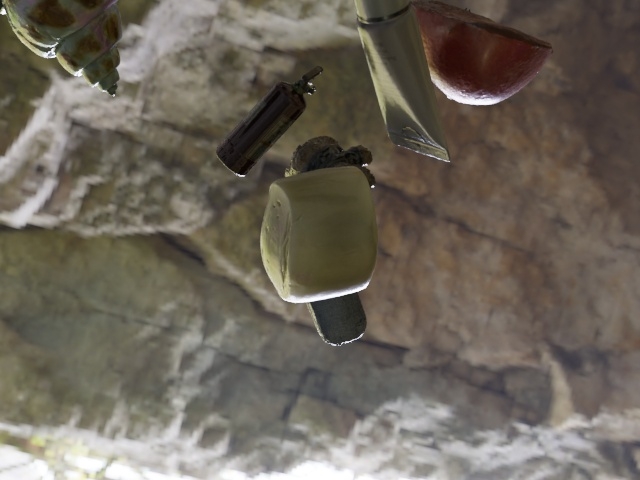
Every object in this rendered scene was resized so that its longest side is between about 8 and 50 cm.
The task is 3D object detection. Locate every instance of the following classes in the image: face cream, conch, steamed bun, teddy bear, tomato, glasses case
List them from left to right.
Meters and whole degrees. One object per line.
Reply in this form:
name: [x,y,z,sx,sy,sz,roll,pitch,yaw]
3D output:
conch: [-0.418,-0.409,1.966,0.249,0.197,0.367,-10,-97,43]
steamed bun: [0.000,0.000,2.216,0.155,0.200,0.250,-128,-148,-55]
teddy bear: [0.002,-0.133,2.412,0.182,0.129,0.251,-53,-143,-4]
glasses case: [0.009,0.080,2.596,0.067,0.109,0.282,143,-75,-76]
face cream: [0.118,-0.266,1.921,0.143,0.089,0.314,23,-42,46]
tomato: [0.287,-0.347,2.397,0.309,0.309,0.170,-123,-135,-67]

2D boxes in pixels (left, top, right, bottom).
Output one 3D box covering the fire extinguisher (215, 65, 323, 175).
fire extinguisher: [-0.081,-0.218,2.180,0.231,0.071,0.099,-47,179,13]
